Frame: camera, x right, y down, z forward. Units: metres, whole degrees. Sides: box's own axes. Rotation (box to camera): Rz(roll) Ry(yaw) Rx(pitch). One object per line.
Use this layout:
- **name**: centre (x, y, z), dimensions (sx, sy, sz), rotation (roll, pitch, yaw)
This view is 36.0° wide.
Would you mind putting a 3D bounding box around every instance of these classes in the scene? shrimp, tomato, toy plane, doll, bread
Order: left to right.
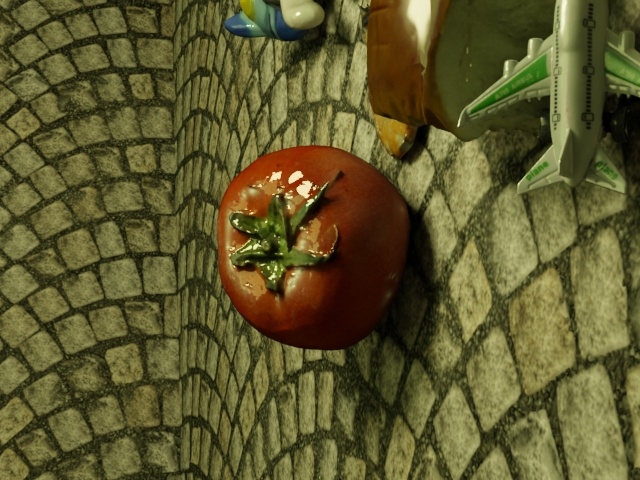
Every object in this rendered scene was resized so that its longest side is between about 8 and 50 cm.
- **doll**: centre (-0.093, -0.540, 2.009), dimensions (0.365, 0.187, 0.376), rotation (124, 149, -72)
- **tomato**: centre (0.000, 0.000, 1.584), dimensions (0.341, 0.273, 0.341), rotation (4, 96, 41)
- **shrimp**: centre (0.107, -0.267, 1.645), dimensions (0.164, 0.062, 0.317), rotation (114, 150, -47)
- **bread**: centre (0.175, -0.251, 1.216), dimensions (0.279, 0.225, 0.250), rotation (-150, 67, -69)
- **toy plane**: centre (0.276, -0.172, 1.052), dimensions (0.251, 0.101, 0.255), rotation (2, 83, 30)
